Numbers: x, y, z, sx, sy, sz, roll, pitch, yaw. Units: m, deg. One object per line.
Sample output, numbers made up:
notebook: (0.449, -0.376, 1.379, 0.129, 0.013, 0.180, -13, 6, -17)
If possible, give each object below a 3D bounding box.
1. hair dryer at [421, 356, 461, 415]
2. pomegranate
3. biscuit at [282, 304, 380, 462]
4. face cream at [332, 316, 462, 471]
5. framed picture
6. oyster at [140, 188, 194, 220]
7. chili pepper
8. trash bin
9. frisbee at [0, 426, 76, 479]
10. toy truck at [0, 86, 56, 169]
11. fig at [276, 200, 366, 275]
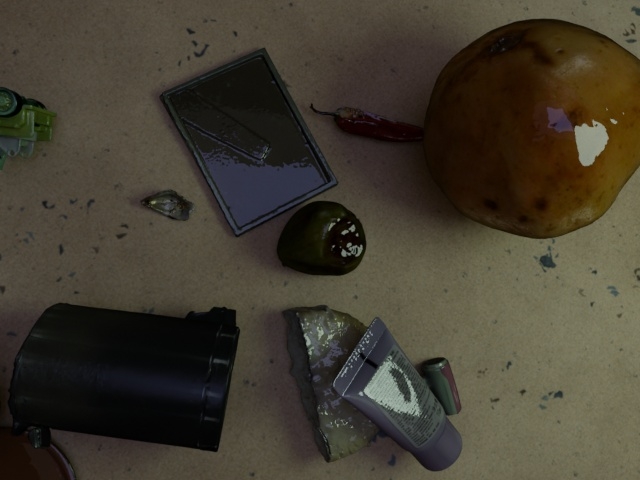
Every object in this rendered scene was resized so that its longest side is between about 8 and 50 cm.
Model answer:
hair dryer: (0.184, 0.295, 0.931, 0.154, 0.054, 0.106, -17, 91, 0)
pomegranate: (0.377, -0.177, 0.872, 0.410, 0.410, 0.410, 1, 83, -8)
biscuit: (0.041, 0.241, 0.889, 0.179, 0.084, 0.281, -18, 87, -13)
face cream: (0.139, 0.281, 0.844, 0.274, 0.096, 0.154, 52, 58, -16)
framed picture: (-0.137, -0.195, 0.946, 0.232, 0.024, 0.315, -28, 89, -11)
oyster: (-0.282, -0.070, 0.905, 0.093, 0.034, 0.051, 27, 96, -16)
chili pepper: (0.107, -0.231, 0.976, 0.268, 0.059, 0.050, 11, 120, -10)
trash bin: (-0.296, 0.214, 0.785, 0.301, 0.203, 0.252, 9, 63, -6)
frisbee: (-0.536, 0.441, 0.812, 0.251, 0.021, 0.251, 1, 83, -8)
toy truck: (-0.612, -0.199, 0.827, 0.259, 0.128, 0.135, 9, 96, -8)
fig: (0.000, 0.000, 0.897, 0.166, 0.154, 0.144, -13, 101, 20)
